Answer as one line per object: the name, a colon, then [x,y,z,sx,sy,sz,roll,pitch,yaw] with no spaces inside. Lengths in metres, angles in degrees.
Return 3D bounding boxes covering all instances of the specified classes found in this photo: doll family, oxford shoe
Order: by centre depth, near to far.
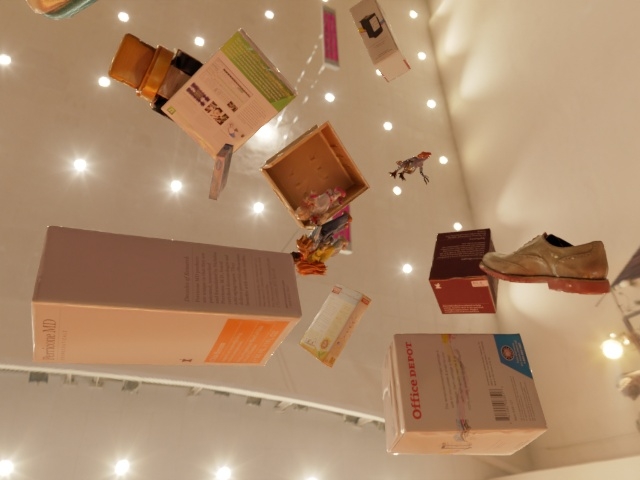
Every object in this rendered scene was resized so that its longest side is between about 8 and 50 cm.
oxford shoe: [0.527,0.043,1.165,0.123,0.348,0.130,-1,-86,-28]
doll family: [0.000,0.000,1.187,0.163,0.263,0.118,-30,-120,-32]

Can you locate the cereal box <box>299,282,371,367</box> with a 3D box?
cereal box: [0.044,0.259,1.526,0.047,0.173,0.240,37,-99,-26]

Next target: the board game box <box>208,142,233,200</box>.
board game box: [-0.197,-0.138,0.967,0.020,0.090,0.090,14,-154,-6]

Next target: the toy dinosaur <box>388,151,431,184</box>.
toy dinosaur: [0.151,-0.132,0.813,0.047,0.082,0.090,18,-132,-29]

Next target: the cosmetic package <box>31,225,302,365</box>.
cosmetic package: [-0.292,0.125,0.948,0.453,0.230,0.161,8,-130,-24]

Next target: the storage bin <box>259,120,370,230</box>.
storage bin: [-0.024,-0.211,1.615,0.260,0.123,0.262,-38,-71,-8]

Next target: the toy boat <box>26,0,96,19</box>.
toy boat: [-0.507,-0.596,1.045,0.267,0.148,0.318,-32,-127,3]

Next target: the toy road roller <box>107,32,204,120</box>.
toy road roller: [-0.511,-0.517,1.502,0.240,0.202,0.329,25,-171,-27]

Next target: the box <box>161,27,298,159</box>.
box: [-0.257,-0.398,1.381,0.232,0.322,0.058,45,-156,-24]

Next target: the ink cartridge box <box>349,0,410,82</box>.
ink cartridge box: [0.155,-0.520,1.259,0.127,0.072,0.175,9,-123,-64]

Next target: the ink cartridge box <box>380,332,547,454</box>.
ink cartridge box: [0.236,0.277,0.868,0.233,0.168,0.171,1,-127,-3]

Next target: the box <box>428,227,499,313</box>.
box: [0.441,0.094,1.476,0.167,0.168,0.203,61,-144,-36]
